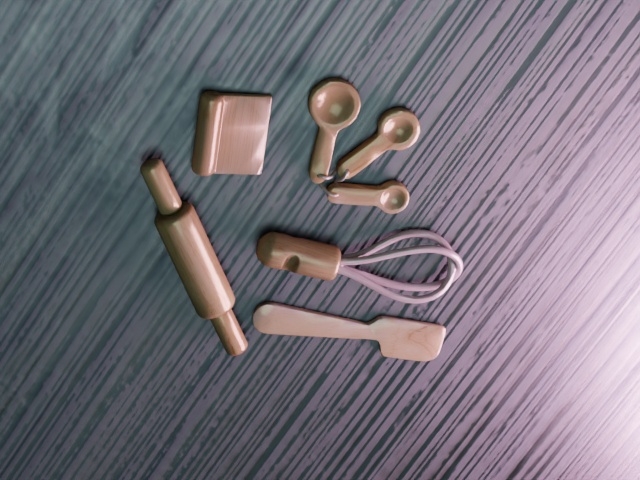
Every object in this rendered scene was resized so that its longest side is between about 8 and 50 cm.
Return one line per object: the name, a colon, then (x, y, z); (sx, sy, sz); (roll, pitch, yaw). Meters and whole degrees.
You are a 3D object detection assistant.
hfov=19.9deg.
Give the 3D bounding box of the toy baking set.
toy baking set: (-0.007, 0.001, 1.281); (0.196, 0.030, 0.256); (-18, 116, 2)
